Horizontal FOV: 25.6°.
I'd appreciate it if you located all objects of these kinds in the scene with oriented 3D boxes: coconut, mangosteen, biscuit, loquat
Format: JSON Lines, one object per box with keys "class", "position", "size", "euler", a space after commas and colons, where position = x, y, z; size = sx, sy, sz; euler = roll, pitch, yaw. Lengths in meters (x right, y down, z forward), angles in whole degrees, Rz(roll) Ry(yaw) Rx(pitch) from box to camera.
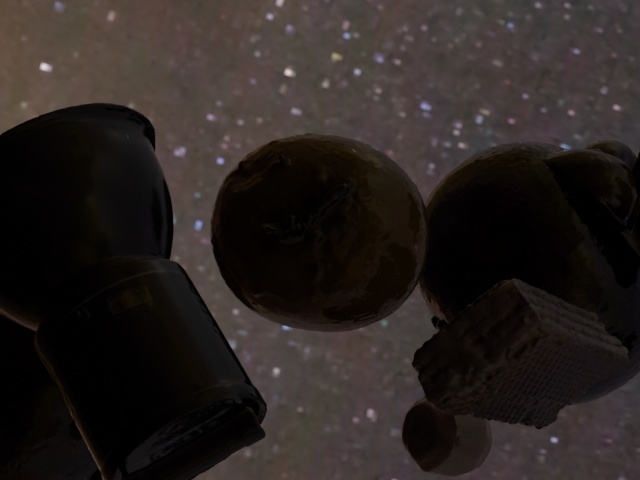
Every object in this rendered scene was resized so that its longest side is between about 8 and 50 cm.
{"class": "coconut", "position": [0.172, 0.255, 1.854], "size": [0.110, 0.124, 0.110], "euler": [-21, -118, 46]}
{"class": "mangosteen", "position": [-0.278, 0.136, 1.458], "size": [0.297, 0.313, 0.297], "euler": [-175, -90, -84]}
{"class": "biscuit", "position": [0.159, 0.093, 1.104], "size": [0.108, 0.239, 0.062], "euler": [-41, -116, 15]}
{"class": "mangosteen", "position": [0.266, 0.027, 1.618], "size": [0.330, 0.330, 0.330], "euler": [-29, -126, 50]}
{"class": "loquat", "position": [0.000, 0.000, 1.117], "size": [0.204, 0.172, 0.149], "euler": [77, 17, -66]}

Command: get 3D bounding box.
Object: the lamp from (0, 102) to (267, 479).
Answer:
{"class": "lamp", "position": [-0.110, 0.057, 0.811], "size": [0.227, 0.147, 0.172], "euler": [58, -10, 22]}
